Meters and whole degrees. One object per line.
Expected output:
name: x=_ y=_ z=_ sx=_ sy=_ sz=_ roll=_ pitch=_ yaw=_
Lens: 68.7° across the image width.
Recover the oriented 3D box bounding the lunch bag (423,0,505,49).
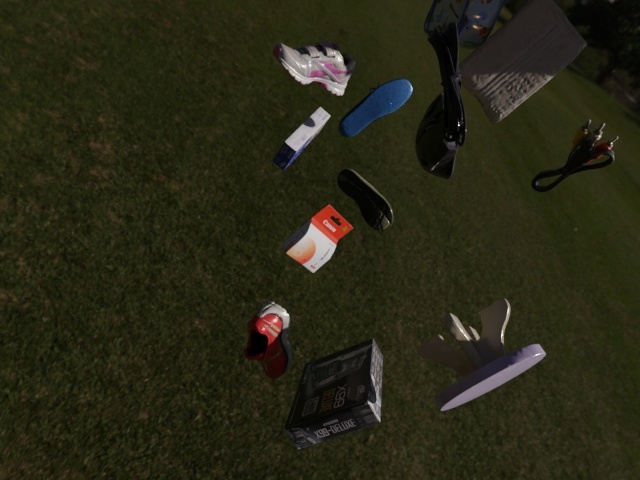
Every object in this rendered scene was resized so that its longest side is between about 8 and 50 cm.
lunch bag: x=0.387 y=-0.661 z=1.229 sx=0.115 sy=0.303 sz=0.243 roll=12 pitch=27 yaw=-21

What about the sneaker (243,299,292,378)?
sneaker: x=-0.147 y=0.272 z=1.204 sx=0.107 sy=0.279 sz=0.118 roll=26 pitch=47 yaw=28

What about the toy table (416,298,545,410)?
toy table: x=0.370 y=0.272 z=1.129 sx=0.161 sy=0.274 sz=0.252 roll=65 pitch=8 yaw=32

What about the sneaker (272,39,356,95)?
sneaker: x=-0.010 y=-0.459 z=1.184 sx=0.252 sy=0.111 sz=0.103 roll=-1 pitch=48 yaw=-46

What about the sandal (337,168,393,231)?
sandal: x=0.192 y=-0.174 z=1.904 sx=0.302 sy=0.120 sz=0.086 roll=53 pitch=23 yaw=7

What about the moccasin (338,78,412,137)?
moccasin: x=0.211 y=-0.563 z=1.940 sx=0.137 sy=0.342 sz=0.117 roll=58 pitch=8 yaw=-21

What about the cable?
cable: x=0.810 y=-0.245 z=1.491 sx=0.139 sy=0.287 sz=0.072 roll=36 pitch=55 yaw=6

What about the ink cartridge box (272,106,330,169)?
ink cartridge box: x=-0.054 y=-0.299 z=1.369 sx=0.046 sy=0.097 sz=0.207 roll=40 pitch=53 yaw=-4

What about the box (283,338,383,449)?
box: x=0.049 y=0.420 z=1.314 sx=0.076 sy=0.242 sz=0.307 roll=62 pitch=17 yaw=-12

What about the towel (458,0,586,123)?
towel: x=0.500 y=-0.460 z=1.187 sx=0.187 sy=0.282 sz=0.049 roll=49 pitch=16 yaw=-6

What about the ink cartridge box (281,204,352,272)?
ink cartridge box: x=0.000 y=0.000 z=1.340 sx=0.145 sy=0.179 sz=0.045 roll=40 pitch=15 yaw=-46

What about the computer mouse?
computer mouse: x=0.171 y=-0.199 z=0.706 sx=0.262 sy=0.060 sz=0.184 roll=27 pitch=60 yaw=-78
